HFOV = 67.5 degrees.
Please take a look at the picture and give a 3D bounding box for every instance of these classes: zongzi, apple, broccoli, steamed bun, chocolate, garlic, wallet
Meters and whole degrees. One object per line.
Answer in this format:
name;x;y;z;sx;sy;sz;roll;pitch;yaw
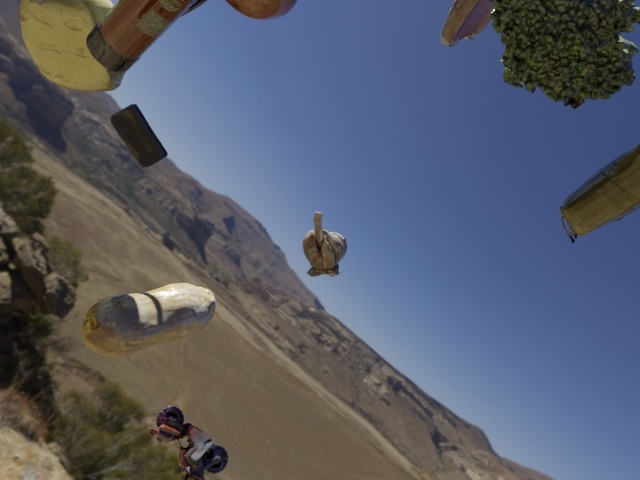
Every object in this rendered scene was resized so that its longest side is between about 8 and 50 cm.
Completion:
zongzi;0.551;-0.092;0.903;0.094;0.205;0.205;54;33;14
apple;-0.211;-0.921;1.588;0.345;0.344;0.269;44;-7;-9
broccoli;0.464;-0.407;0.906;0.248;0.245;0.288;-4;-42;32
steamed bun;-0.640;-0.539;1.259;0.232;0.166;0.272;4;-47;3
chocolate;-0.363;0.169;1.042;0.134;0.134;0.309;38;28;27
garlic;0.000;0.000;1.357;0.131;0.127;0.194;-3;-57;21
wallet;-0.468;-0.267;1.238;0.018;0.082;0.156;39;-19;57

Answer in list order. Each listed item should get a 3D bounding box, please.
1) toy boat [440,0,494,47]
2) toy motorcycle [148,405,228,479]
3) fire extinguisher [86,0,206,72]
toy boat;0.379;-0.592;1.184;0.085;0.155;0.227;57;-30;13
toy motorcycle;-0.327;0.505;1.160;0.212;0.118;0.084;43;-33;-3
fire extinguisher;-0.358;-0.540;1.077;0.113;0.376;0.200;49;34;-21
